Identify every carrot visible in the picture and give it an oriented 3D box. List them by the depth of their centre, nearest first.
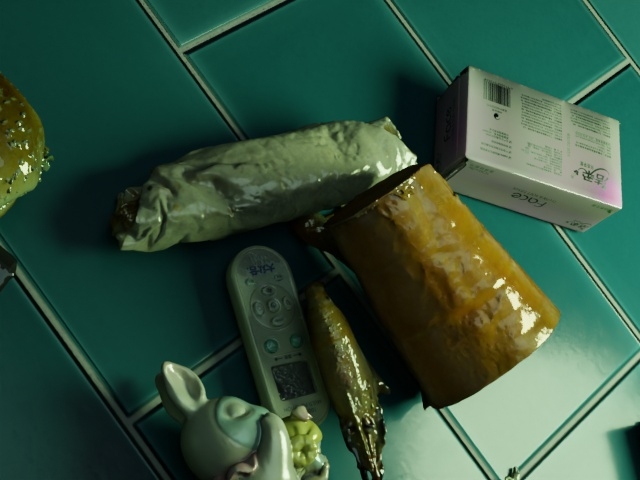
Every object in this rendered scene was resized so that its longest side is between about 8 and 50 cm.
[{"bbox_3d":[0.129,0.043,1.311,0.196,0.196,0.254,-41,99,-34],"label":"carrot"}]

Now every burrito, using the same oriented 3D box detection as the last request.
[{"bbox_3d":[-0.061,-0.071,1.327,0.392,0.076,0.117,-15,63,-23],"label":"burrito"}]

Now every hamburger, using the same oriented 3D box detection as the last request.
[{"bbox_3d":[-0.390,-0.112,1.170,0.189,0.122,0.215,-38,86,-30],"label":"hamburger"}]

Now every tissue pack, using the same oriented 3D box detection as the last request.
[{"bbox_3d":[0.277,-0.117,1.532,0.246,0.092,0.149,17,61,-20],"label":"tissue pack"}]

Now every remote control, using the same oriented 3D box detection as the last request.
[{"bbox_3d":[-0.051,0.113,1.295,0.078,0.042,0.221,-9,74,-31],"label":"remote control"}]

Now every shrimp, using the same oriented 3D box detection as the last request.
[{"bbox_3d":[0.045,0.167,1.288,0.117,0.066,0.262,-19,91,-76],"label":"shrimp"}]

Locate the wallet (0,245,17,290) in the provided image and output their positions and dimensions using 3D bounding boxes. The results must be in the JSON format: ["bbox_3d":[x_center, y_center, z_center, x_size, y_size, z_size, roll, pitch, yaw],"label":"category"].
[{"bbox_3d":[-0.506,-0.021,1.058,0.406,0.062,0.228,40,85,-5],"label":"wallet"}]

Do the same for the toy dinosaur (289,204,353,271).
[{"bbox_3d":[0.000,0.000,1.370,0.126,0.039,0.162,-7,65,-23],"label":"toy dinosaur"}]

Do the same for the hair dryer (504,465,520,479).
[{"bbox_3d":[0.238,0.386,1.333,0.167,0.067,0.199,52,41,-9],"label":"hair dryer"}]

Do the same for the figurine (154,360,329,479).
[{"bbox_3d":[-0.073,0.222,1.185,0.155,0.127,0.235,-21,77,-8],"label":"figurine"}]
